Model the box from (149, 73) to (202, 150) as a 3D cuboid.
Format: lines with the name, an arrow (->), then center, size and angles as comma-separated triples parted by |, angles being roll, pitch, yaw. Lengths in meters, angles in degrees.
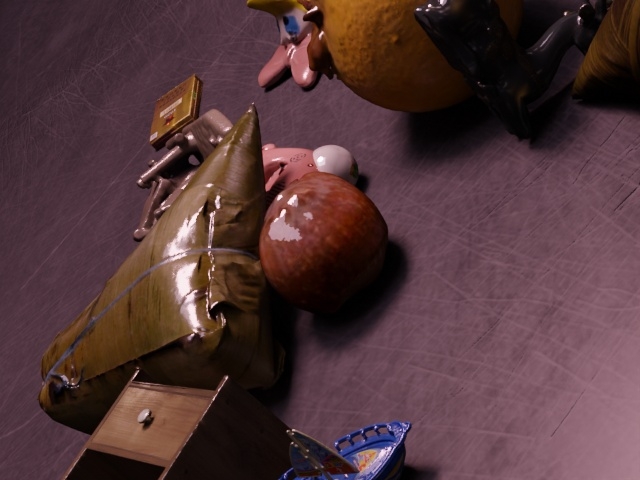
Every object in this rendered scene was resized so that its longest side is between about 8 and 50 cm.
box -> -0.238, -0.213, 2.075 | 0.090, 0.023, 0.133 | -34, 31, 22

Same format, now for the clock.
clock -> -0.044, -0.052, 1.546 | 0.162, 0.093, 0.166 | 7, 57, 52

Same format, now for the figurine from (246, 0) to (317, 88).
figurine -> 0.005, -0.431, 1.879 | 0.154, 0.193, 0.421 | 11, 69, 58

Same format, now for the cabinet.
cabinet -> -0.149, 0.249, 1.230 | 0.174, 0.148, 0.215 | -1, 49, 52

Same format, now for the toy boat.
toy boat -> 0.005, 0.206, 1.127 | 0.175, 0.110, 0.091 | -35, 30, 13

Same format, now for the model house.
model house -> -0.179, -0.066, 1.679 | 0.188, 0.122, 0.229 | -48, 14, -12

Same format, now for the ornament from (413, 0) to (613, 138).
ornament -> 0.235, -0.256, 1.340 | 0.236, 0.202, 0.080 | -43, 21, -3

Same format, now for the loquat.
loquat -> 0.101, -0.279, 1.467 | 0.275, 0.275, 0.275 | -32, 31, 22

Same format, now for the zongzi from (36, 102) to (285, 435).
zongzi -> -0.187, 0.037, 1.479 | 0.323, 0.160, 0.361 | -21, 55, 33

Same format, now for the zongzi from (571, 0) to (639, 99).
zongzi -> 0.372, -0.131, 1.090 | 0.432, 0.207, 0.403 | 122, 147, -48

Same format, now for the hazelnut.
hazelnut -> 0.000, 0.000, 1.369 | 0.143, 0.143, 0.154 | -4, 40, 50
